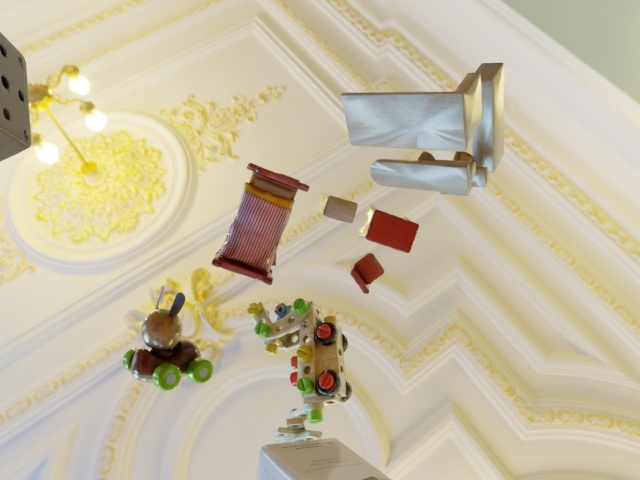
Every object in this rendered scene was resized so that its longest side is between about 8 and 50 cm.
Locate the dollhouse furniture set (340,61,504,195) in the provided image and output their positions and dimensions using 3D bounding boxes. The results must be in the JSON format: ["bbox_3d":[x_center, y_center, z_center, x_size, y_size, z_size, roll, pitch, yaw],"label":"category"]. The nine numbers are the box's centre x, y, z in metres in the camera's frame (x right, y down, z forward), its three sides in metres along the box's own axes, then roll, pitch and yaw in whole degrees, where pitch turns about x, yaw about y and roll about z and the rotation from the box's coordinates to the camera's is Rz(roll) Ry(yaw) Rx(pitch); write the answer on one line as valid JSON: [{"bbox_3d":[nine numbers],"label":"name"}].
[{"bbox_3d":[0.123,-0.125,0.547,0.123,0.144,0.151,9,-138,30],"label":"dollhouse furniture set"}]

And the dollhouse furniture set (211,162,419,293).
[{"bbox_3d":[0.000,0.000,0.970,0.373,0.152,0.202,18,-85,-11],"label":"dollhouse furniture set"}]

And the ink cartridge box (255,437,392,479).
[{"bbox_3d":[0.049,0.506,0.703,0.166,0.394,0.286,8,-89,-33],"label":"ink cartridge box"}]

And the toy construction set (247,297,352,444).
[{"bbox_3d":[-0.045,0.265,1.026,0.214,0.151,0.328,-17,-114,19],"label":"toy construction set"}]

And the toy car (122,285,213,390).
[{"bbox_3d":[-0.314,0.193,1.025,0.155,0.148,0.189,7,-87,42],"label":"toy car"}]

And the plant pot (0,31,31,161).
[{"bbox_3d":[-0.451,-0.178,0.568,0.166,0.188,0.188,-7,-97,-6],"label":"plant pot"}]
